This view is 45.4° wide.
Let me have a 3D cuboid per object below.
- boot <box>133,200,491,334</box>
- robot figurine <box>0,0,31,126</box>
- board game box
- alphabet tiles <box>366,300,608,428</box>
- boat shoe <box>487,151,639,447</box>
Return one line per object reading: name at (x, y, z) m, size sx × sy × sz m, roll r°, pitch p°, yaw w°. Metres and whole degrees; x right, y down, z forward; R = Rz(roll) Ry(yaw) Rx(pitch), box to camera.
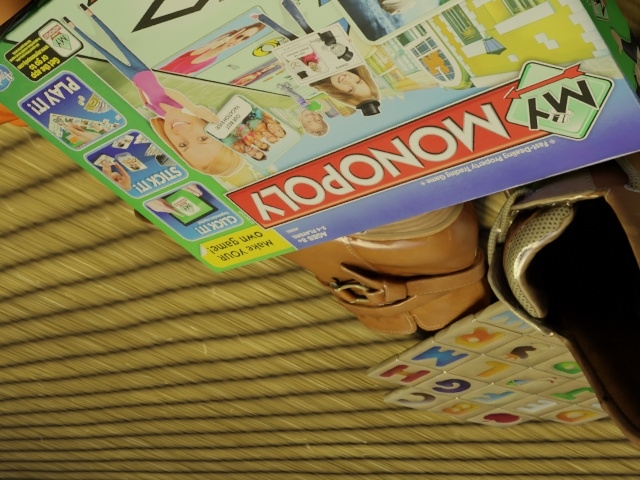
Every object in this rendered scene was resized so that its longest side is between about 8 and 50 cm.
boot at (0.000, 0.000, 0.670) m, size 0.284 × 0.109 × 0.220 m, roll -10°, pitch 141°, yaw 23°
robot figurine at (-0.259, -0.142, 0.549) m, size 0.220 × 0.128 × 0.158 m, roll -8°, pitch 113°, yaw 32°
board game box at (-0.018, -0.087, 0.407) m, size 0.317 × 0.046 × 0.213 m, roll -17°, pitch 132°, yaw 39°
alphabet tiles at (0.226, 0.127, 0.746) m, size 0.285 × 0.011 × 0.342 m, roll 17°, pitch 148°, yaw -24°
boat shoe at (0.151, -0.006, 0.411) m, size 0.117 × 0.324 × 0.123 m, roll -2°, pitch 116°, yaw -9°
